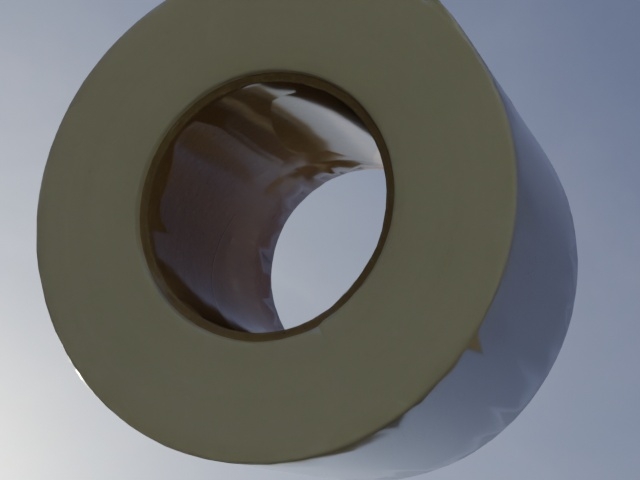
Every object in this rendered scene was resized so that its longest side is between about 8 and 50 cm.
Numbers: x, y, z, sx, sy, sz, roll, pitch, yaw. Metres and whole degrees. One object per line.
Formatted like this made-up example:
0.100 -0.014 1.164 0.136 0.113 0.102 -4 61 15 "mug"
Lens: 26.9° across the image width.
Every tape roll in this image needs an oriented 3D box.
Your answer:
0.000 0.000 0.697 0.246 0.246 0.169 12 -9 22 "tape roll"
